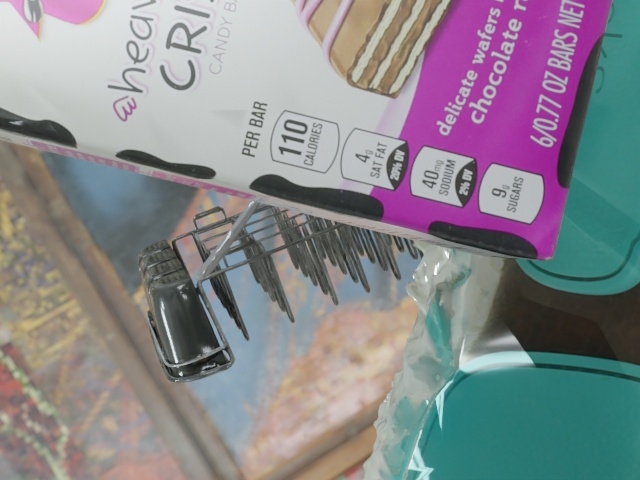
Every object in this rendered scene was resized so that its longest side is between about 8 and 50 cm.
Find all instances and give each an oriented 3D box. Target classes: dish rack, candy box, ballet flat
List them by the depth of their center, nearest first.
[{"bbox_3d":[-0.030,-0.095,0.423,0.071,0.234,0.159,179,104,-83],"label":"candy box"},{"bbox_3d":[0.101,0.035,0.609,0.147,0.147,0.408,-177,100,-71],"label":"ballet flat"},{"bbox_3d":[0.000,0.000,0.993,0.208,0.272,0.074,-141,30,-76],"label":"dish rack"}]

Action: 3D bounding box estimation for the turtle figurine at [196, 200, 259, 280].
[{"bbox_3d":[-0.031,-0.175,0.875,0.198,0.266,0.274,38,135,19],"label":"turtle figurine"}]
